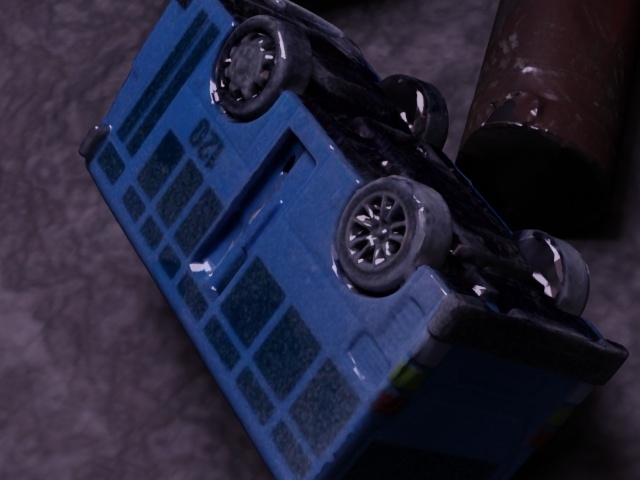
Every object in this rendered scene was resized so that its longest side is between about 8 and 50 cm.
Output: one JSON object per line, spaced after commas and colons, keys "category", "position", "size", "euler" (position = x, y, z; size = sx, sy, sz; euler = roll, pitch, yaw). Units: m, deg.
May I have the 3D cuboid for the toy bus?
{"category": "toy bus", "position": [0.000, 0.000, 0.669], "size": [0.134, 0.116, 0.234], "euler": [-54, 47, 19]}

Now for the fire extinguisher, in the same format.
{"category": "fire extinguisher", "position": [0.117, -0.131, 0.783], "size": [0.089, 0.072, 0.268], "euler": [17, 55, 1]}
